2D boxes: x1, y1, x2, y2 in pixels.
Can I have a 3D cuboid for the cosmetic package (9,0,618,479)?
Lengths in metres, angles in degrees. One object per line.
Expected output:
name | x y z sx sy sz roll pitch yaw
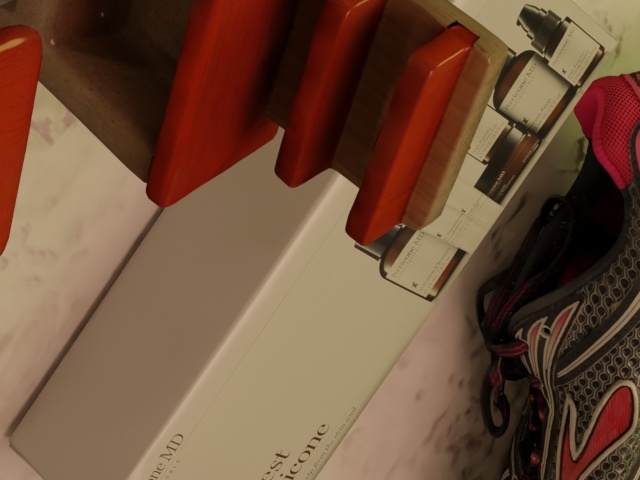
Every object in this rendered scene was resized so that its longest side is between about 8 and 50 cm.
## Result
cosmetic package | 0.000 0.000 0.651 0.099 0.060 0.239 27 99 -51

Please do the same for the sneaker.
sneaker | 0.113 0.059 0.787 0.112 0.121 0.299 12 114 -18

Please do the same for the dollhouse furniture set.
dollhouse furniture set | -0.089 -0.016 0.440 0.259 0.135 0.262 -33 154 -39
